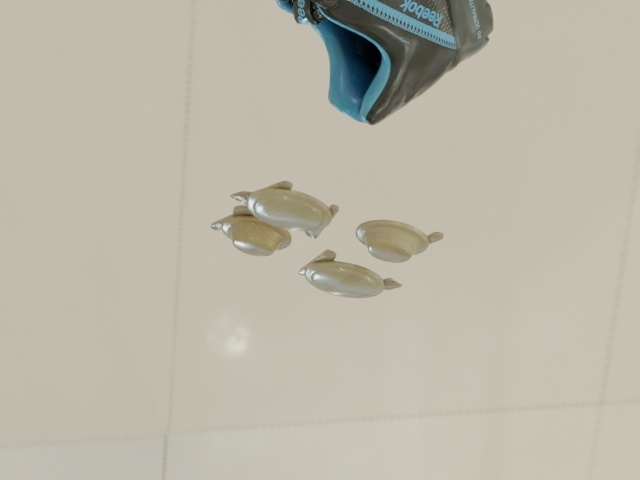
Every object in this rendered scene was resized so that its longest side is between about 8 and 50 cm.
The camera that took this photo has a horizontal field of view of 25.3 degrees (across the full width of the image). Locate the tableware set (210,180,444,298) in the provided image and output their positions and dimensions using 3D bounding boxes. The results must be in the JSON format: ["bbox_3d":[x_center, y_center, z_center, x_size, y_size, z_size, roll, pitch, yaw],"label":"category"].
[{"bbox_3d":[0.000,0.000,1.076,0.168,0.141,0.020,23,64,-22],"label":"tableware set"}]

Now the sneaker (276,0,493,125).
[{"bbox_3d":[0.023,-0.233,1.039,0.139,0.125,0.341,-44,130,-19],"label":"sneaker"}]
